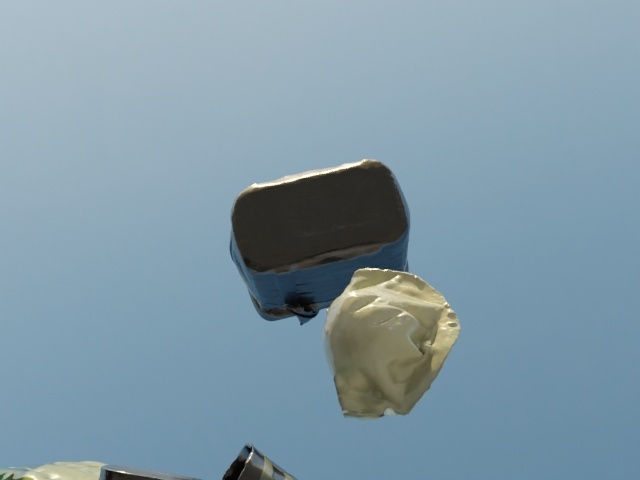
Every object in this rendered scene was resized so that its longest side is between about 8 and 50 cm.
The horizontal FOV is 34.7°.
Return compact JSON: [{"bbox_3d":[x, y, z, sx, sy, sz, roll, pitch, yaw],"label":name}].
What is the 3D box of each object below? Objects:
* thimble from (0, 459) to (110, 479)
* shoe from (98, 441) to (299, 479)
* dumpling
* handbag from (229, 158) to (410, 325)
[{"bbox_3d":[-0.264,0.344,1.010,0.288,0.167,0.254,-32,-110,30],"label":"thimble"},{"bbox_3d":[-0.062,0.165,0.719,0.179,0.071,0.049,15,-100,-14],"label":"shoe"},{"bbox_3d":[0.077,0.105,1.105,0.155,0.111,0.181,-10,-106,20],"label":"dumpling"},{"bbox_3d":[0.000,0.000,1.441,0.254,0.181,0.181,-15,-119,-5],"label":"handbag"}]
